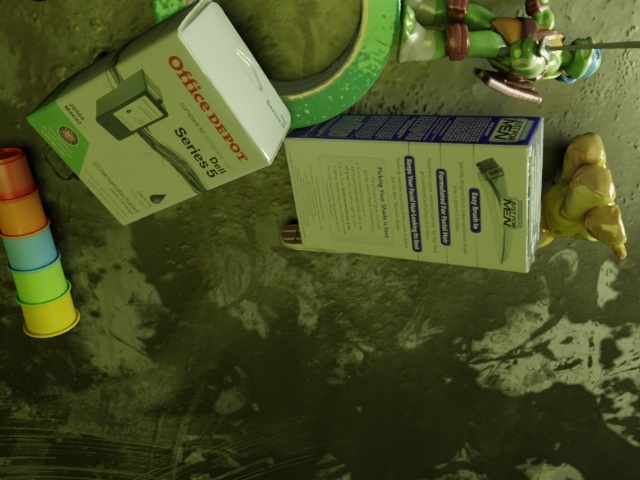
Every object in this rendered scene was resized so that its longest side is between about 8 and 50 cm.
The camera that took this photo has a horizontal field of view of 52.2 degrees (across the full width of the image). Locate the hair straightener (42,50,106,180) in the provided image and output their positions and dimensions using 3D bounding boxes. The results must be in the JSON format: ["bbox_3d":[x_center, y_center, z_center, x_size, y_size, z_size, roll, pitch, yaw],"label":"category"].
[{"bbox_3d":[-0.361,-0.184,0.984,0.089,0.047,0.230,26,123,-12],"label":"hair straightener"}]

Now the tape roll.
[{"bbox_3d":[-0.057,-0.312,0.871,0.322,0.077,0.321,1,121,2],"label":"tape roll"}]

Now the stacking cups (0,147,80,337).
[{"bbox_3d":[-0.473,0.003,1.077,0.096,0.096,0.316,0,116,3],"label":"stacking cups"}]

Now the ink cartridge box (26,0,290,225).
[{"bbox_3d":[-0.209,-0.160,0.865,0.273,0.114,0.198,-19,123,28],"label":"ink cartridge box"}]

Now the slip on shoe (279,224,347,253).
[{"bbox_3d":[0.000,0.000,1.074,0.136,0.051,0.041,0,160,-6],"label":"slip on shoe"}]

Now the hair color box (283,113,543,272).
[{"bbox_3d":[0.130,-0.075,0.920,0.339,0.110,0.185,7,124,26],"label":"hair color box"}]

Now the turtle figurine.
[{"bbox_3d":[0.238,-0.293,0.805,0.267,0.274,0.197,7,86,3],"label":"turtle figurine"}]

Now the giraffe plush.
[{"bbox_3d":[0.350,-0.045,0.982,0.171,0.181,0.210,-14,154,22],"label":"giraffe plush"}]
